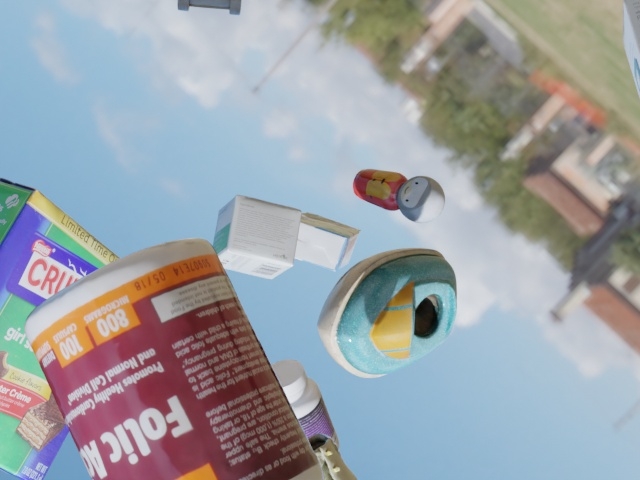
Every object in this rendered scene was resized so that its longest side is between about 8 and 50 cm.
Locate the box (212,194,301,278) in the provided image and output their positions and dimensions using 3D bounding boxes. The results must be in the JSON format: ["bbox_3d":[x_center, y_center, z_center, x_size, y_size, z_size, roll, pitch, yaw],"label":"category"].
[{"bbox_3d":[-0.093,-0.004,1.938,0.102,0.087,0.101,14,163,-16],"label":"box"}]

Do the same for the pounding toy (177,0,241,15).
[{"bbox_3d":[-0.094,-0.358,1.642,0.155,0.154,0.269,4,-141,-4],"label":"pounding toy"}]

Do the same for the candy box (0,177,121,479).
[{"bbox_3d":[-0.396,0.118,1.746,0.122,0.317,0.268,15,161,36],"label":"candy box"}]

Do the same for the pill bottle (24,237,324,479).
[{"bbox_3d":[-0.134,0.215,1.429,0.392,0.224,0.224,63,-166,8],"label":"pill bottle"}]

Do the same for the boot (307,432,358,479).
[{"bbox_3d":[0.023,0.335,1.675,0.165,0.077,0.213,60,-175,-10],"label":"boot"}]

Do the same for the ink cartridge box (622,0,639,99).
[{"bbox_3d":[0.439,-0.181,1.567,0.078,0.134,0.231,72,-171,-58],"label":"ink cartridge box"}]

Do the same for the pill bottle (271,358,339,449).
[{"bbox_3d":[-0.041,0.310,2.425,0.108,0.108,0.193,-121,10,-57],"label":"pill bottle"}]

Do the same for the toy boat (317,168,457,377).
[{"bbox_3d":[0.114,0.051,1.984,0.148,0.318,0.267,18,-152,41],"label":"toy boat"}]

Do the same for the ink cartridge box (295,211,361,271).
[{"bbox_3d":[0.000,0.000,2.221,0.104,0.061,0.181,19,-173,8],"label":"ink cartridge box"}]
